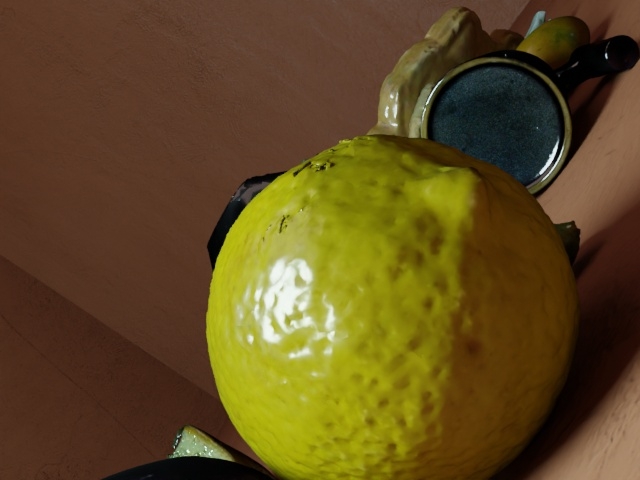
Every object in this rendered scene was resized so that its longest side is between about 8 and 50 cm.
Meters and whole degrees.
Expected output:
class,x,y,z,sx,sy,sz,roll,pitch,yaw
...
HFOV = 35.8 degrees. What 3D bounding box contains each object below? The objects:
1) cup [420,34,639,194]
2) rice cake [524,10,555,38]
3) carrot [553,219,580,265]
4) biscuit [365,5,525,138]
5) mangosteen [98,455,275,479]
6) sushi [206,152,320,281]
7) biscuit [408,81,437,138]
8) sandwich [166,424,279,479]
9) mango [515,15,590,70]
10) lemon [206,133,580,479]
class,x,y,z,sx,sy,sz,roll,pitch,yaw
cup,0.250,-0.146,1.156,0.177,0.239,0.166,-46,-50,-68
rice cake,0.316,-0.245,1.689,0.336,0.063,0.066,-58,-6,-16
carrot,0.112,0.108,0.884,0.358,0.074,0.074,-51,5,33
biscuit,0.185,-0.158,1.361,0.051,0.269,0.376,18,59,43
mangosteen,-0.083,0.281,0.595,0.275,0.275,0.302,-56,35,-2
sushi,0.000,0.000,1.660,0.328,0.329,0.285,-60,5,32
biscuit,0.146,-0.065,1.244,0.188,0.040,0.265,8,-100,-66
sandwich,-0.135,0.385,1.519,0.122,0.128,0.236,-56,-41,-5
mango,0.321,-0.256,1.366,0.163,0.089,0.111,-50,-5,-23
lemon,0.045,0.056,0.675,0.267,0.267,0.267,-56,2,3
